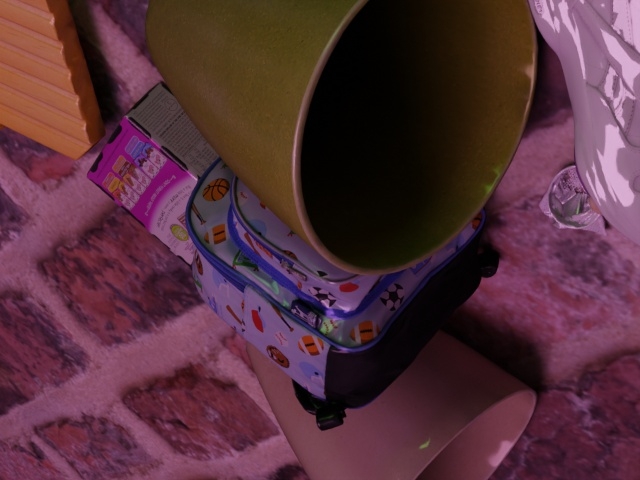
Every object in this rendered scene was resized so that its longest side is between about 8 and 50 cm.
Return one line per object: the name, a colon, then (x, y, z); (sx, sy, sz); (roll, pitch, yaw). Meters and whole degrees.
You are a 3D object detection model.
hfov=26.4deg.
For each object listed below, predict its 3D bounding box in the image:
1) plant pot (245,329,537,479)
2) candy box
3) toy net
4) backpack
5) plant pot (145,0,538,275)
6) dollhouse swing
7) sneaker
plant pot: (0.052, 0.171, 1.510); (0.274, 0.256, 0.256); (42, 150, 24)
candy box: (-0.140, -0.050, 1.555); (0.233, 0.071, 0.159); (42, 146, -4)
toy net: (0.263, -0.051, 1.196); (0.122, 0.045, 0.232); (50, 145, -17)
backpack: (0.000, 0.000, 1.328); (0.263, 0.276, 0.213); (27, 140, 29)
plant pot: (-0.014, -0.153, 1.178); (0.293, 0.274, 0.275); (30, 148, 40)
dollhouse swing: (-0.469, -0.194, 1.524); (0.305, 0.315, 0.347); (40, 152, 36)
sneaker: (0.259, -0.118, 1.030); (0.152, 0.114, 0.305); (-10, 111, 42)
